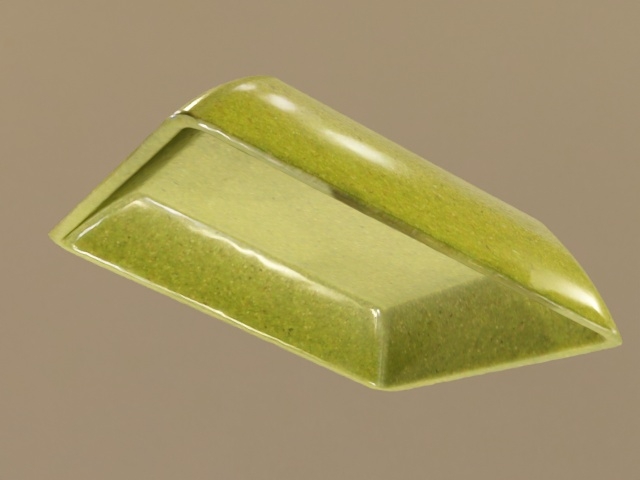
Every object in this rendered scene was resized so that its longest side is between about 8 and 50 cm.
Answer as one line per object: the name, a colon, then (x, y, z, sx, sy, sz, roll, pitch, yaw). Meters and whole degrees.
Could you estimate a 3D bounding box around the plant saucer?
plant saucer: (0.000, 0.000, 0.478, 0.188, 0.188, 0.045, 26, -113, -19)
